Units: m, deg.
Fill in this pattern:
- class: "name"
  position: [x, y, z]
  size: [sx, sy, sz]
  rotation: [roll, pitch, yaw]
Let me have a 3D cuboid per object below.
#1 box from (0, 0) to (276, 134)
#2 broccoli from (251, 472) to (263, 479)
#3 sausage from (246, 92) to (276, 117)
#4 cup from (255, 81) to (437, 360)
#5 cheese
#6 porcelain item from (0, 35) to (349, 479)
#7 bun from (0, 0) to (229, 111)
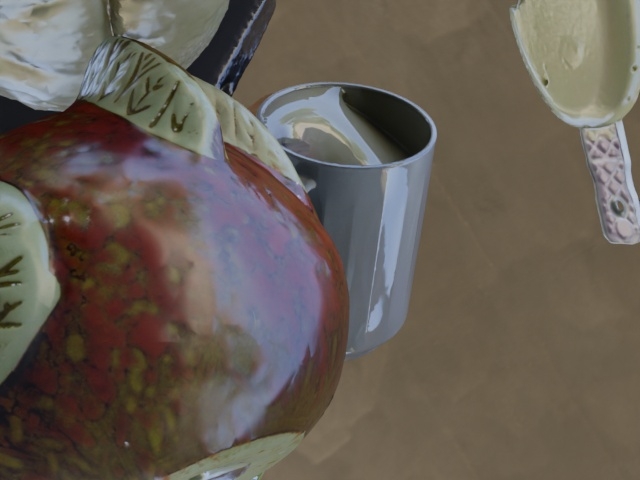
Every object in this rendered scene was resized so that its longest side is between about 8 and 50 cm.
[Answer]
- class: "box"
  position: [-0.265, -0.237, 1.256]
  size: [0.359, 0.091, 0.350]
  rotation: [19, -109, 22]
- class: "broccoli"
  position: [-0.217, 0.218, 1.210]
  size: [0.317, 0.338, 0.277]
  rotation: [43, -39, 27]
- class: "sausage"
  position: [-0.063, -0.148, 1.550]
  size: [0.153, 0.268, 0.141]
  rotation: [-28, -73, -2]
- class: "cup"
  position: [0.000, 0.000, 1.311]
  size: [0.237, 0.323, 0.326]
  rotation: [22, -53, 20]
- class: "cheese"
  position: [0.227, -0.118, 0.829]
  size: [0.127, 0.050, 0.255]
  rotation: [4, -68, 56]
- class: "porcelain item"
  position: [-0.120, 0.023, 0.456]
  size: [0.253, 0.253, 0.252]
  rotation: [3, -81, 22]
- class: "bun"
  position: [-0.257, -0.234, 0.805]
  size: [0.365, 0.365, 0.219]
  rotation: [23, -112, 18]
